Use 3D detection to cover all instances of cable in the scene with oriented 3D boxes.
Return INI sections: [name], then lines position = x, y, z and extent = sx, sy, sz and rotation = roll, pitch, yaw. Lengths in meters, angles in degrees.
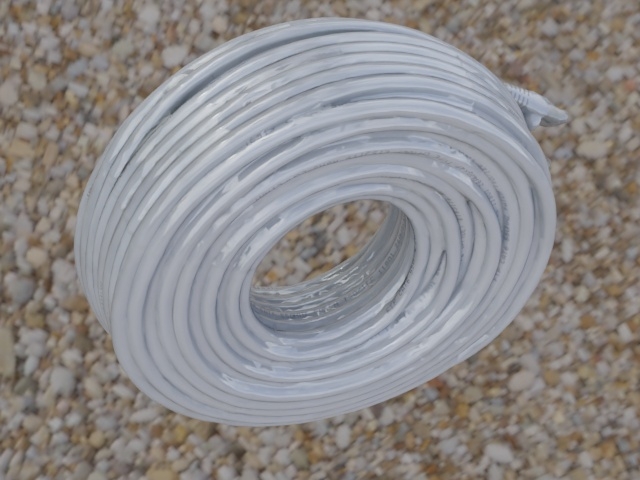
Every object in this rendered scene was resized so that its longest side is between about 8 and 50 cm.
[cable]
position = 0.000, 0.000, 0.785
extent = 0.257, 0.257, 0.089
rotation = 24, 28, -40
